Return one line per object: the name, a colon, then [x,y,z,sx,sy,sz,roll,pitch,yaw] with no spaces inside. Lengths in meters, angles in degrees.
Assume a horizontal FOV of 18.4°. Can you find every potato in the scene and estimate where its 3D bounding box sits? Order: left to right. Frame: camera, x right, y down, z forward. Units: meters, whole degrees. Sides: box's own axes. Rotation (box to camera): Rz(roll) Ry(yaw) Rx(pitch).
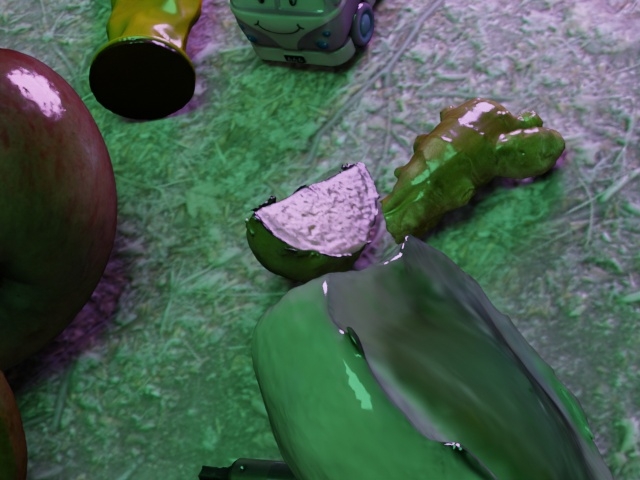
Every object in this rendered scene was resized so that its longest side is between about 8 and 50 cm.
potato: [0.000,0.000,1.996,0.100,0.089,0.172,41,41,18]

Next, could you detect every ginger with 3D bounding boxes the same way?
ginger: [0.138,-0.085,1.997,0.205,0.081,0.115,-27,81,-12]

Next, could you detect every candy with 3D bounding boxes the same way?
candy: [0.116,0.193,1.606,0.186,0.427,0.386,-44,4,16]

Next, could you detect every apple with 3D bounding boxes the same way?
apple: [-0.358,-0.014,1.972,0.344,0.345,0.269,-34,67,-8]

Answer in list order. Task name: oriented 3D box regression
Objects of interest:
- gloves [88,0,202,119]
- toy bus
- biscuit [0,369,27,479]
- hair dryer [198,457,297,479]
gloves: [-0.191,-0.279,2.259,0.133,0.116,0.294,-4,46,8]
toy bus: [-0.009,-0.303,2.176,0.142,0.142,0.202,9,57,24]
biscuit: [-0.450,0.162,1.878,0.367,0.314,0.063,2,25,24]
hair dryer: [-0.014,0.245,1.814,0.248,0.078,0.196,-1,54,31]
